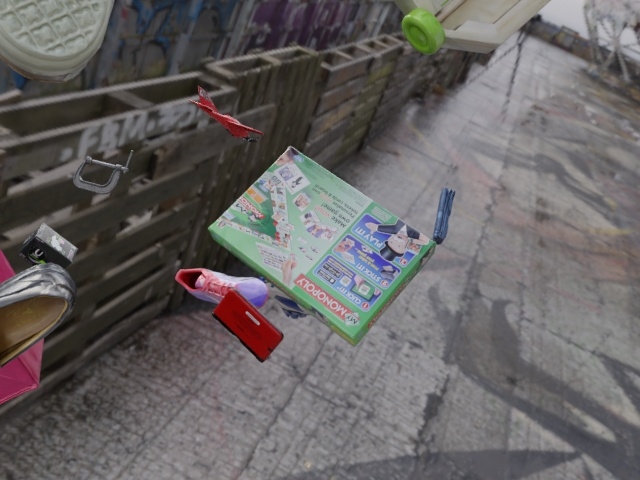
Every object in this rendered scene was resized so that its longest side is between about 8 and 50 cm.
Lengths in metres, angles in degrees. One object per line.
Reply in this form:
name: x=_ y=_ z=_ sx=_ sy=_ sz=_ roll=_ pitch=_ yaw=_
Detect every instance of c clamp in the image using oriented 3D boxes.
c clamp: x=-0.605 y=-0.193 z=1.946 sx=0.161 sy=0.137 sz=0.022 roll=9 pitch=-14 yaw=16

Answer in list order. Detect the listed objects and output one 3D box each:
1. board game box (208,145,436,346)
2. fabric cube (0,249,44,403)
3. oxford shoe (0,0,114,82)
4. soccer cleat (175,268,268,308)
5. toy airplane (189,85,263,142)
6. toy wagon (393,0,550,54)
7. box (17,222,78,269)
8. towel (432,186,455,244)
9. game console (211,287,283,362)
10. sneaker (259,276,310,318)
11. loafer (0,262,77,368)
board game box: x=0.000 y=0.000 z=1.172 sx=0.317 sy=0.213 sz=0.046 roll=36 pitch=-18 yaw=21
fabric cube: x=-0.704 y=0.179 z=1.344 sx=0.254 sy=0.259 sz=0.258 roll=-26 pitch=26 yaw=-8
oxford shoe: x=-0.281 y=-0.372 z=0.795 sx=0.169 sy=0.130 sz=0.449 roll=16 pitch=70 yaw=-24
soccer cleat: x=-0.217 y=0.105 z=1.540 sx=0.248 sy=0.083 sz=0.095 roll=9 pitch=-11 yaw=44
toy airplane: x=-0.165 y=-0.209 z=1.207 sx=0.151 sy=0.028 sz=0.151 roll=34 pitch=-5 yaw=4
toy wagon: x=0.146 y=-0.403 z=0.860 sx=0.344 sy=0.267 sz=0.068 roll=49 pitch=-13 yaw=-7
box: x=-0.520 y=0.021 z=1.344 sx=0.083 sy=0.062 sz=0.052 roll=42 pitch=21 yaw=-24
towel: x=0.271 y=-0.053 z=1.551 sx=0.029 sy=0.119 sz=0.067 roll=11 pitch=-12 yaw=4
game console: x=-0.138 y=0.168 z=1.417 sx=0.144 sy=0.124 sz=0.085 roll=42 pitch=29 yaw=7
sneaker: x=-0.048 y=0.116 z=1.747 sx=0.182 sy=0.127 sz=0.316 roll=36 pitch=-28 yaw=-32
loafer: x=-0.265 y=0.078 z=0.536 sx=0.062 sy=0.170 sz=0.061 roll=57 pitch=-15 yaw=-21
